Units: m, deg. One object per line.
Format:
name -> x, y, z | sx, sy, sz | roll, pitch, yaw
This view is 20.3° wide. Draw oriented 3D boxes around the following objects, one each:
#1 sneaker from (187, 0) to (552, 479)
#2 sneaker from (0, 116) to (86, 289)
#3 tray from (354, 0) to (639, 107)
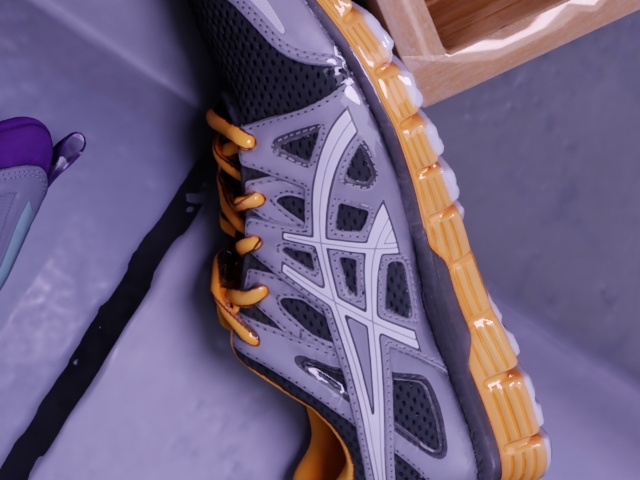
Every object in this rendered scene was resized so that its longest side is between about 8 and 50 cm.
sneaker -> 0.000, 0.000, 0.551 | 0.083, 0.084, 0.215 | -25, 107, -4
sneaker -> -0.166, -0.057, 0.476 | 0.224, 0.083, 0.098 | 44, 58, -28
tray -> 0.171, -0.221, 0.530 | 0.411, 0.076, 0.203 | -25, 111, -1
